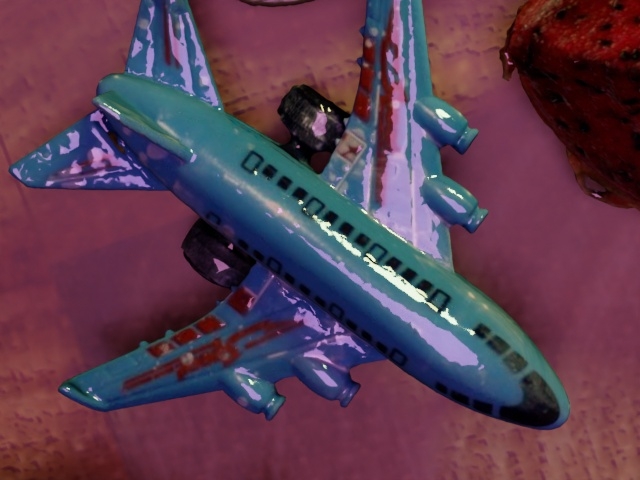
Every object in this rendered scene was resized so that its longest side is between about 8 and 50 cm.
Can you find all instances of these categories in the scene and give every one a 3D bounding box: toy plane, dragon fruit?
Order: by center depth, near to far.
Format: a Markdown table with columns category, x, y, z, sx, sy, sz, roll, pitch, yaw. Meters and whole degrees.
| category | x | y | z | sx | sy | sz | roll | pitch | yaw |
| --- | --- | --- | --- | --- | --- | --- | --- | --- | --- |
| dragon fruit | 0.182 | -0.091 | 0.830 | 0.161 | 0.127 | 0.120 | -50 | 139 | -15 |
| toy plane | 0.000 | 0.000 | 0.832 | 0.271 | 0.105 | 0.254 | 35 | 100 | -6 |

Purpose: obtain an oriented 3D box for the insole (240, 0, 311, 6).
| category | x | y | z | sx | sy | sz | roll | pitch | yaw |
| --- | --- | --- | --- | --- | --- | --- | --- | --- | --- |
| insole | 0.094 | -0.187 | 0.831 | 0.328 | 0.007 | 0.111 | -20 | 82 | 7 |
